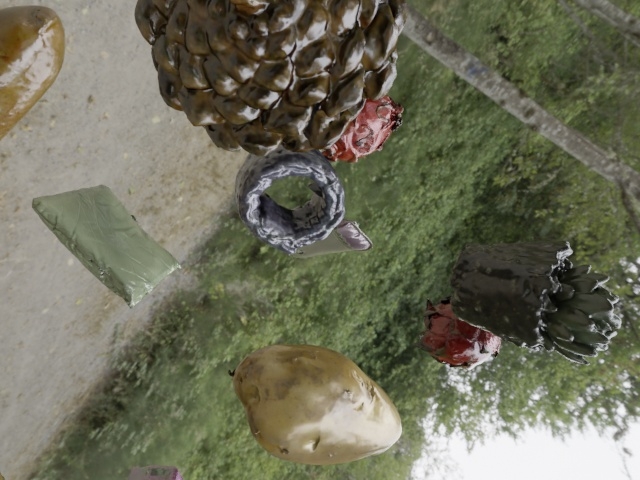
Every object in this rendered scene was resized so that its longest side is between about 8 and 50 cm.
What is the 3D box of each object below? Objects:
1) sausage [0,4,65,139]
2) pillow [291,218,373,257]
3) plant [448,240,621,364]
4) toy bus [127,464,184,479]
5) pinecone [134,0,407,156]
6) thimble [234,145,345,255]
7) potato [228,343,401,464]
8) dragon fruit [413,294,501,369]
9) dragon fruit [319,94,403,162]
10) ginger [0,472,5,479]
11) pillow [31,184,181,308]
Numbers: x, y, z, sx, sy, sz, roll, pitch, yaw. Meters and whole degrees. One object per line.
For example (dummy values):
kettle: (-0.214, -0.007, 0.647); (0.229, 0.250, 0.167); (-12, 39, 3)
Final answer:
sausage: (-0.564, -0.160, 0.621); (0.501, 0.123, 0.136); (-44, -143, 2)
pillow: (0.000, 0.000, 0.963); (0.232, 0.130, 0.038); (-9, -124, 32)
plant: (0.280, 0.070, 0.550); (0.132, 0.194, 0.129); (-38, 130, -42)
toy bus: (-0.327, 0.540, 0.752); (0.274, 0.112, 0.090); (-107, -175, -70)
pinecone: (-0.038, -0.211, 0.420); (0.243, 0.243, 0.257); (-55, -176, 39)
thimble: (-0.044, -0.063, 0.581); (0.150, 0.150, 0.098); (-56, -152, 19)
potato: (-0.007, 0.226, 0.552); (0.161, 0.235, 0.128); (-39, -158, 18)
dragon fruit: (0.378, 0.258, 1.159); (0.274, 0.192, 0.193); (-28, -147, 21)
dragon fruit: (0.050, -0.234, 0.815); (0.209, 0.172, 0.172); (-15, 171, -13)
ginger: (-0.403, 0.367, 0.530); (0.148, 0.334, 0.081); (-34, -173, 14)
pillow: (-0.460, 0.003, 0.931); (0.076, 0.281, 0.274); (-39, -170, 8)
